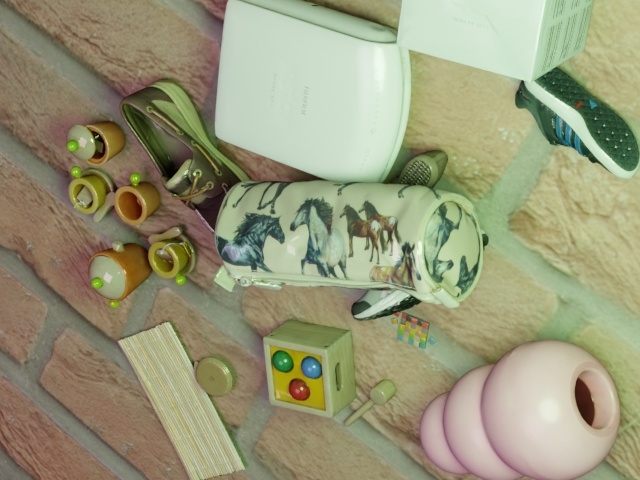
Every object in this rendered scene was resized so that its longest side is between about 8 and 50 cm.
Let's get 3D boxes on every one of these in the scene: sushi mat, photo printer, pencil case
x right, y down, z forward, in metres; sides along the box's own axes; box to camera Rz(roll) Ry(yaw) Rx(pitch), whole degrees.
[{"bbox_3d":[-0.261,0.308,2.350,0.151,0.019,0.317,-24,95,37],"label":"sushi mat"},{"bbox_3d":[-0.008,-0.228,1.898,0.307,0.107,0.256,23,121,24],"label":"photo printer"},{"bbox_3d":[0.038,0.005,1.836,0.410,0.160,0.184,4,72,36],"label":"pencil case"}]

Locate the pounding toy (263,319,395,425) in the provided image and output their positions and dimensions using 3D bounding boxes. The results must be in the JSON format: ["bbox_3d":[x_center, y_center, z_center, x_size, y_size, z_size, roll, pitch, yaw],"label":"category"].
[{"bbox_3d":[0.015,0.247,2.093,0.206,0.094,0.181,8,114,31],"label":"pounding toy"}]

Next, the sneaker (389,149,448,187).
[{"bbox_3d":[0.130,-0.068,1.898,0.066,0.071,0.188,53,132,7],"label":"sneaker"}]

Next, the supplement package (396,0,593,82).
[{"bbox_3d":[0.237,-0.320,1.637,0.194,0.203,0.149,20,119,25],"label":"supplement package"}]

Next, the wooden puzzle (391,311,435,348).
[{"bbox_3d":[0.149,0.145,2.017,0.083,0.006,0.049,21,120,25],"label":"wooden puzzle"}]

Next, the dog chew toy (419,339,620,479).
[{"bbox_3d":[0.280,0.270,1.870,0.331,0.206,0.207,-25,95,46],"label":"dog chew toy"}]

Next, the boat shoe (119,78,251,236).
[{"bbox_3d":[-0.216,-0.106,2.077,0.123,0.123,0.342,-31,91,38],"label":"boat shoe"}]

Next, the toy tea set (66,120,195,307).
[{"bbox_3d":[-0.374,-0.041,2.208,0.200,0.124,0.336,-26,94,38],"label":"toy tea set"}]

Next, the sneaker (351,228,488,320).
[{"bbox_3d":[0.140,0.034,1.930,0.271,0.100,0.108,-43,71,34],"label":"sneaker"}]

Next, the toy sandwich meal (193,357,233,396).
[{"bbox_3d":[-0.192,0.245,2.272,0.085,0.029,0.086,10,113,25],"label":"toy sandwich meal"}]

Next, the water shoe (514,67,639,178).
[{"bbox_3d":[0.356,-0.156,1.726,0.203,0.073,0.080,49,149,12],"label":"water shoe"}]
